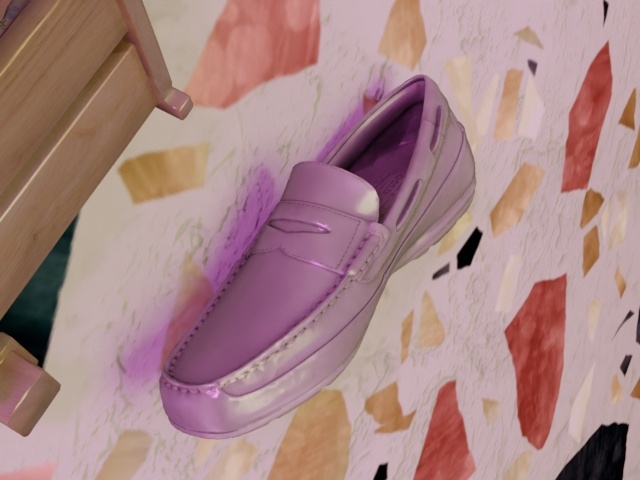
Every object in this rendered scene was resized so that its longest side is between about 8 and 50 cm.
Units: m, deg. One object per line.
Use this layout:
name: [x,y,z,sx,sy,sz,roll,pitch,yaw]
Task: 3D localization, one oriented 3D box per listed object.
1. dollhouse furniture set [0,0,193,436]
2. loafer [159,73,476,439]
dollhouse furniture set: [-0.168,-0.115,0.470,0.303,0.173,0.355,-57,165,-19]
loafer: [0.000,0.000,0.690,0.319,0.112,0.112,-48,133,-39]
